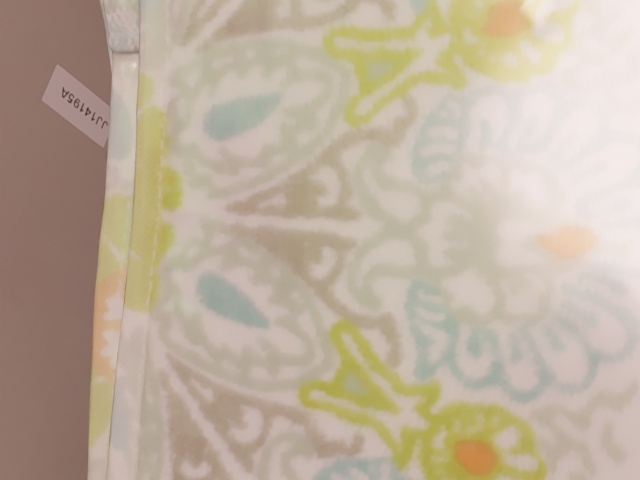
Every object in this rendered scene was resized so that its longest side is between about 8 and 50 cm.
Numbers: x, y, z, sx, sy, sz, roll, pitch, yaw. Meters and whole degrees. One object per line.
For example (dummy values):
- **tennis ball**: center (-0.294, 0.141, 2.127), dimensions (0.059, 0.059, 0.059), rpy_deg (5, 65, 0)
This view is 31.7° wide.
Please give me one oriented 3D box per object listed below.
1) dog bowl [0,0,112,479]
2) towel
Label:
- **dog bowl**: center (-0.156, -0.007, 0.491), dimensions (0.102, 0.348, 0.349), rpy_deg (-5, 73, 37)
- **towel**: center (0.088, 0.031, 0.410), dimensions (0.374, 0.090, 0.321), rpy_deg (3, 91, 17)
